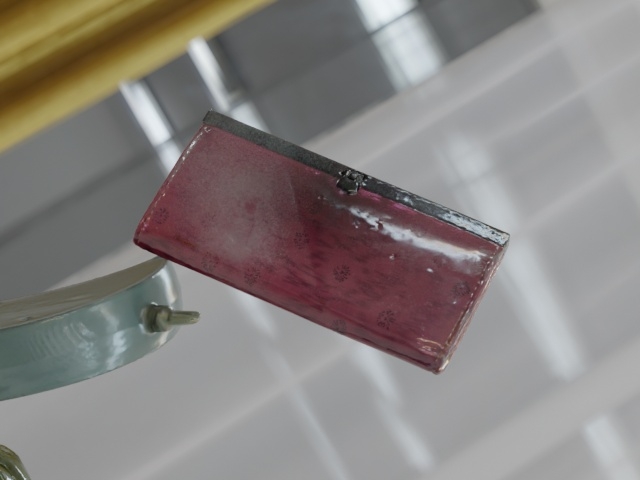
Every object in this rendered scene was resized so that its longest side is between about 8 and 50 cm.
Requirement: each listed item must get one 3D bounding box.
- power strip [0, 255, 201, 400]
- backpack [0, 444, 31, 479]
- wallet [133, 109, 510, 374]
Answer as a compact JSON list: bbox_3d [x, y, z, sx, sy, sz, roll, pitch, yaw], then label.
[{"bbox_3d":[-0.199,0.064,1.229,0.167,0.253,0.054,-64,144,-73],"label":"power strip"},{"bbox_3d":[-0.289,0.274,1.351,0.140,0.207,0.253,21,55,-57],"label":"backpack"},{"bbox_3d":[0.000,0.000,1.211,0.232,0.119,0.025,23,-29,12],"label":"wallet"}]
